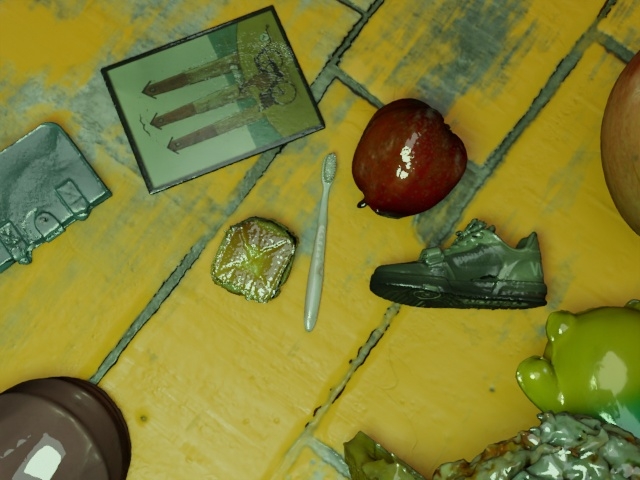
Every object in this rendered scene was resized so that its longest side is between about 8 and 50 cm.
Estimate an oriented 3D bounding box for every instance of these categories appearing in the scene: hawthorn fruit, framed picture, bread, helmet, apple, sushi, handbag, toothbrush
[{"bbox_3d":[0.134,-0.123,1.587,0.185,0.185,0.202,43,97,6],"label":"hawthorn fruit"},{"bbox_3d":[-0.184,-0.244,1.669,0.324,0.013,0.244,-22,80,-8],"label":"framed picture"},{"bbox_3d":[-0.109,0.029,1.589,0.128,0.069,0.140,22,82,3],"label":"bread"},{"bbox_3d":[-0.440,0.357,1.446,0.271,0.197,0.338,40,79,3],"label":"helmet"},{"bbox_3d":[0.613,-0.141,1.519,0.364,0.364,0.364,1,79,-3],"label":"apple"},{"bbox_3d":[0.341,0.428,1.293,0.417,0.176,0.417,0,83,4],"label":"sushi"},{"bbox_3d":[-0.477,-0.069,1.594,0.229,0.062,0.179,-35,83,-9],"label":"handbag"},{"bbox_3d":[0.000,0.000,1.619,0.025,0.029,0.307,9,79,-9],"label":"toothbrush"}]

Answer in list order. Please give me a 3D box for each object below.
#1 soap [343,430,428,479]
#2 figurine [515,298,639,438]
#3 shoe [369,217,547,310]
[{"bbox_3d":[0.104,0.505,1.441,0.339,0.169,0.304,39,78,-5],"label":"soap"},{"bbox_3d":[0.462,0.262,1.490,0.323,0.231,0.340,-9,80,-18],"label":"figurine"},{"bbox_3d":[0.227,0.032,1.590,0.293,0.109,0.149,6,75,-5],"label":"shoe"}]
